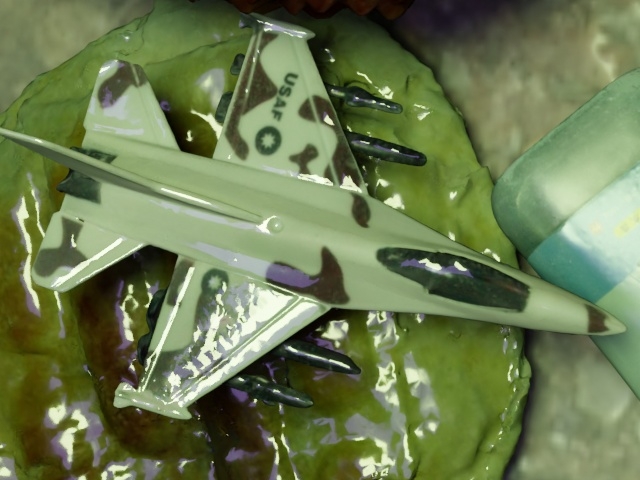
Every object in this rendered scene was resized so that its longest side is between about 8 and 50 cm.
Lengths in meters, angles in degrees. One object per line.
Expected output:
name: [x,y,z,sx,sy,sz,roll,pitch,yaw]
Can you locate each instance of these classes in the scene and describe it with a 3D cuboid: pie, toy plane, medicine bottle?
pie: [-0.051,0.046,0.705,0.306,0.071,0.306,0,91,21]
toy plane: [-0.005,0.001,0.621,0.234,0.082,0.160,18,83,2]
medicine bottle: [0.158,0.035,0.631,0.090,0.053,0.208,-39,79,5]

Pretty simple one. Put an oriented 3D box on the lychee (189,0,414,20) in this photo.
lychee: [-0.025,-0.216,0.587,0.275,0.276,0.304,-43,91,15]
